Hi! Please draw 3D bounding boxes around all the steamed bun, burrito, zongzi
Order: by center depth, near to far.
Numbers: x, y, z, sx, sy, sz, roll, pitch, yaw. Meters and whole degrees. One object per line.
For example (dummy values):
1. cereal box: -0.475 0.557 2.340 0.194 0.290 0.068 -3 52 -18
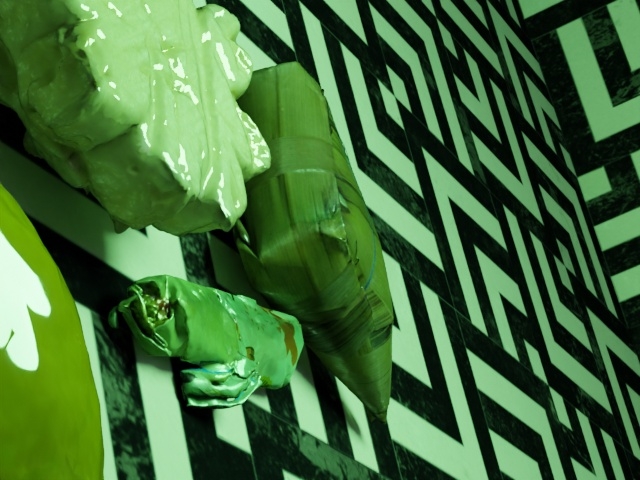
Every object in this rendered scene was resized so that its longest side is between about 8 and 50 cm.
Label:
1. steamed bun: -0.169 -0.126 1.310 0.292 0.137 0.295 61 25 -15
2. burrito: -0.081 0.090 1.407 0.288 0.054 0.104 27 44 -64
3. zongzi: 0.000 0.000 1.652 0.289 0.123 0.260 60 14 -47

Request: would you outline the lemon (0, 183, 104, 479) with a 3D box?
1. lemon: -0.241 0.079 0.553 0.348 0.348 0.348 53 22 -33
